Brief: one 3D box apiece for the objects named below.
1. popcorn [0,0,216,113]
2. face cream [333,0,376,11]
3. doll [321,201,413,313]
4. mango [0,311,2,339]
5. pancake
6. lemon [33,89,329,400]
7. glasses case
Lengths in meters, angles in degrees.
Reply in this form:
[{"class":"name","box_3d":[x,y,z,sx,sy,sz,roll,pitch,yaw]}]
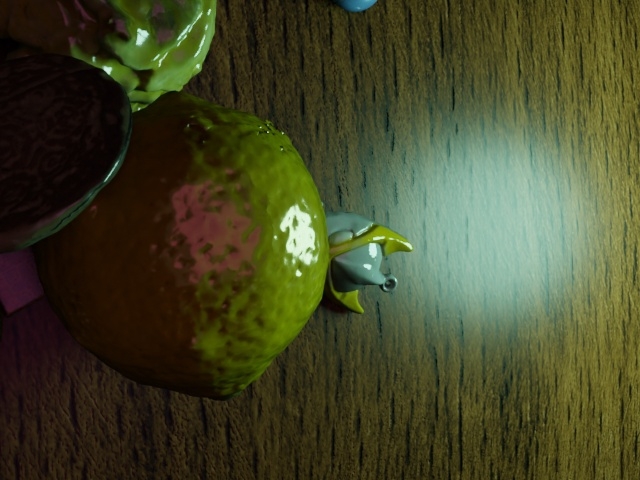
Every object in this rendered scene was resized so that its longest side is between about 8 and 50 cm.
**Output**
[{"class":"popcorn","box_3d":[-0.274,-0.287,0.755,0.293,0.237,0.293,1,89,-29]},{"class":"face cream","box_3d":[0.039,-0.510,1.004,0.149,0.083,0.264,-12,95,-24]},{"class":"doll","box_3d":[0.003,-0.003,0.973,0.316,0.103,0.146,33,79,-18]},{"class":"mango","box_3d":[-0.499,0.053,0.691,0.293,0.143,0.175,45,81,-9]},{"class":"pancake","box_3d":[-0.303,-0.090,0.600,0.250,0.031,0.250,-2,58,3]},{"class":"lemon","box_3d":[-0.162,0.015,0.753,0.349,0.350,0.387,-13,105,-27]},{"class":"glasses case","box_3d":[-0.425,-0.014,0.778,0.075,0.049,0.218,-33,104,-24]}]
